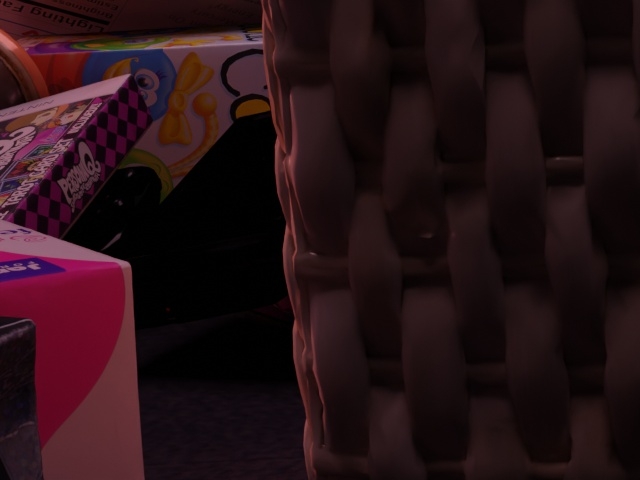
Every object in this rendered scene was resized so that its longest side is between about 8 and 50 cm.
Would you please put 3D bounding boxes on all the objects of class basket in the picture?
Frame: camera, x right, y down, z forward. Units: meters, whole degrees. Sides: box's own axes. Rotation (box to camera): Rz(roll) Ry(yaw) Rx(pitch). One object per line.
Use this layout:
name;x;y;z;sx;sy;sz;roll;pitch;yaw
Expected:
basket;0.172;-0.040;0.681;0.328;0.331;0.266;1;13;21

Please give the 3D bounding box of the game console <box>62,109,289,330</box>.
game console;-0.124;-0.005;1.146;0.361;0.044;0.213;-12;21;24

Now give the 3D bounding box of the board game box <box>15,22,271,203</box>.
board game box;-0.088;-0.081;1.454;0.275;0.144;0.142;-3;11;5

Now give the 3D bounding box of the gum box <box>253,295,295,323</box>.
gum box;0.038;0.003;1.193;0.188;0.062;0.107;-9;12;-27

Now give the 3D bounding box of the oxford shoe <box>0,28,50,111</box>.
oxford shoe;-0.340;-0.084;1.327;0.364;0.130;0.133;3;34;32

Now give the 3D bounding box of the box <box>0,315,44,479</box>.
box;-0.220;0.097;0.573;0.247;0.142;0.163;4;11;26

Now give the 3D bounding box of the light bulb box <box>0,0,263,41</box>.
light bulb box;-0.167;-0.259;1.590;0.358;0.225;0.361;13;-25;-19

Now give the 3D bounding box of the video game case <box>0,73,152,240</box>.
video game case;-0.227;-0.012;1.145;0.210;0.042;0.232;-14;22;23

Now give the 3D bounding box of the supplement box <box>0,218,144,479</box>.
supplement box;-0.175;0.053;0.870;0.111;0.114;0.220;-9;14;-32
